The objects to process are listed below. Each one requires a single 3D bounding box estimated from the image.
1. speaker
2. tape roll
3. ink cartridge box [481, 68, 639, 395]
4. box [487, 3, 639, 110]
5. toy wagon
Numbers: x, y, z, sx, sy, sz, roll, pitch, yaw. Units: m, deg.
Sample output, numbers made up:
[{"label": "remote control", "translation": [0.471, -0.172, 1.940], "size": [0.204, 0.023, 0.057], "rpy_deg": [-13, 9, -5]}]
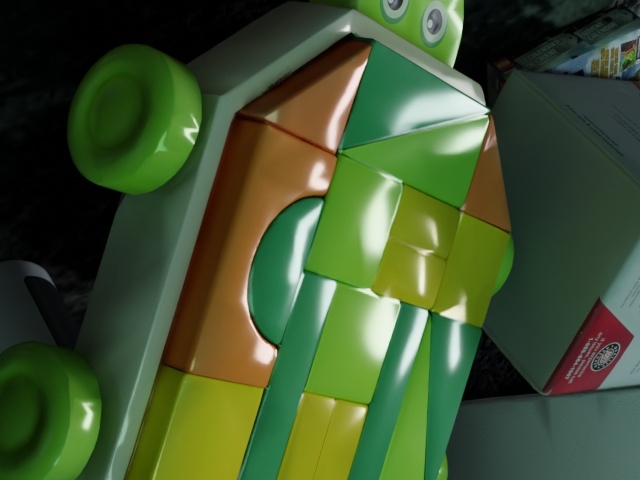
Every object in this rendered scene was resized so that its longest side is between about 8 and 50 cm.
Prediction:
[{"label": "speaker", "translation": [-0.129, 0.071, 0.604], "size": [0.055, 0.136, 0.055], "rpy_deg": [-20, 136, -20]}, {"label": "tape roll", "translation": [0.188, 0.180, 0.825], "size": [0.246, 0.169, 0.246], "rpy_deg": [-3, 171, -1]}, {"label": "ink cartridge box", "translation": [0.177, -0.006, 0.717], "size": [0.176, 0.127, 0.128], "rpy_deg": [0, 127, -36]}, {"label": "box", "translation": [0.144, -0.063, 0.762], "size": [0.094, 0.027, 0.137], "rpy_deg": [-25, 138, -16]}, {"label": "toy wagon", "translation": [0.000, 0.000, 0.569], "size": [0.267, 0.068, 0.344], "rpy_deg": [20, 87, -51]}]
